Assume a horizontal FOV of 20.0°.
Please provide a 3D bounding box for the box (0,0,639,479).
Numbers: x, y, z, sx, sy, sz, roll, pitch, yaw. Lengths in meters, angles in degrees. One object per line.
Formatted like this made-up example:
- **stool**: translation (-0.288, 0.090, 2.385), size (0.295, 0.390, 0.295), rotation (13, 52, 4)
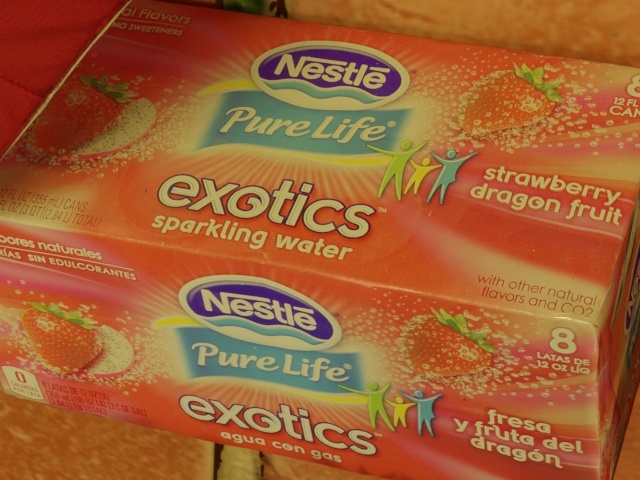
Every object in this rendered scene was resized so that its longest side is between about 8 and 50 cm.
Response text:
- **box**: translation (0.000, 0.000, 0.827), size (0.300, 0.154, 0.142), rotation (11, 141, 18)

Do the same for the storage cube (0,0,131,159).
- **storage cube**: translation (-0.157, -0.162, 0.670), size (0.193, 0.215, 0.183), rotation (28, 142, -17)
